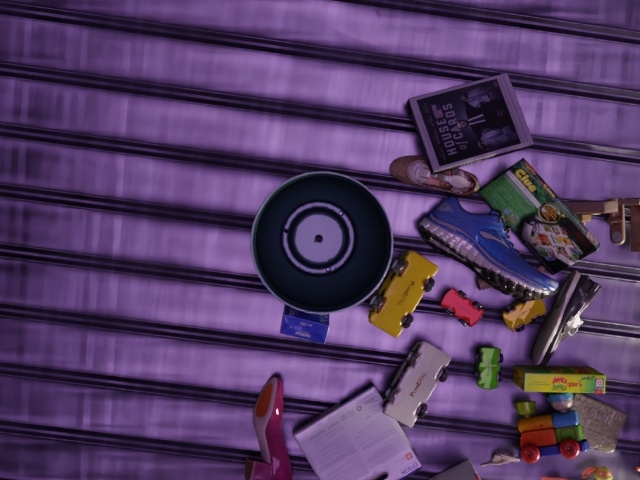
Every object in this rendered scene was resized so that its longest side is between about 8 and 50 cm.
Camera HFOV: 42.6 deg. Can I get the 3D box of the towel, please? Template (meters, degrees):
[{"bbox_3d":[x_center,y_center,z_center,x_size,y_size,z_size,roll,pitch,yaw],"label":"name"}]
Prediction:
[{"bbox_3d":[0.626,0.421,1.901,0.148,0.027,0.110,20,92,-1],"label":"towel"}]

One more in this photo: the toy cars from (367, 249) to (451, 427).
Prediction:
[{"bbox_3d":[0.192,0.216,1.846,0.176,0.087,0.394,-11,98,-12],"label":"toy cars"}]

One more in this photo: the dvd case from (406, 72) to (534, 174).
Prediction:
[{"bbox_3d":[0.330,-0.259,1.815,0.238,0.029,0.179,-16,79,-8],"label":"dvd case"}]

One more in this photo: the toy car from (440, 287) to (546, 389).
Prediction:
[{"bbox_3d":[0.383,0.224,1.868,0.238,0.053,0.225,4,94,-2],"label":"toy car"}]

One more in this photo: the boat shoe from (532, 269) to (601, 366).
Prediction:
[{"bbox_3d":[0.555,0.186,1.856,0.079,0.084,0.233,28,89,-3],"label":"boat shoe"}]

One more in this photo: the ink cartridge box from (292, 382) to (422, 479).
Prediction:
[{"bbox_3d":[0.085,0.475,1.876,0.223,0.045,0.224,-30,94,0],"label":"ink cartridge box"}]

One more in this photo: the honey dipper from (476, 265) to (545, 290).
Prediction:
[{"bbox_3d":[0.436,0.082,1.875,0.160,0.030,0.031,-14,94,-5],"label":"honey dipper"}]

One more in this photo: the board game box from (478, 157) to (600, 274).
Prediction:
[{"bbox_3d":[0.485,-0.051,1.826,0.260,0.136,0.030,48,47,-4],"label":"board game box"}]

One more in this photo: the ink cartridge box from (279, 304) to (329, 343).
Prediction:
[{"bbox_3d":[-0.031,0.155,1.770,0.097,0.207,0.046,14,105,-2],"label":"ink cartridge box"}]

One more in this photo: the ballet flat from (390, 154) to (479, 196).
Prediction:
[{"bbox_3d":[0.260,-0.147,1.833,0.206,0.067,0.073,10,94,-2],"label":"ballet flat"}]

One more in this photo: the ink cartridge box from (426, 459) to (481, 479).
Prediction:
[{"bbox_3d":[0.359,0.661,1.815,0.117,0.207,0.283,-27,94,1],"label":"ink cartridge box"}]

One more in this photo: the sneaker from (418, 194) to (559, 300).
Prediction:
[{"bbox_3d":[0.386,0.010,1.803,0.330,0.130,0.147,35,80,9],"label":"sneaker"}]

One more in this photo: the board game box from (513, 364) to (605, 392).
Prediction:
[{"bbox_3d":[0.539,0.313,1.858,0.181,0.092,0.043,1,92,-2],"label":"board game box"}]

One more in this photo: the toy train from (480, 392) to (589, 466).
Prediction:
[{"bbox_3d":[0.471,0.430,1.870,0.248,0.105,0.144,-14,78,22],"label":"toy train"}]

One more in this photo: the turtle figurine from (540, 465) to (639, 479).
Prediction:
[{"bbox_3d":[0.634,0.606,1.883,0.269,0.087,0.217,-1,100,-1],"label":"turtle figurine"}]

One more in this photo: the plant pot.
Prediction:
[{"bbox_3d":[0.000,0.000,1.768,0.293,0.196,0.293,0,93,-2],"label":"plant pot"}]

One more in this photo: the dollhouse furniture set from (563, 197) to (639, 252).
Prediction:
[{"bbox_3d":[0.635,-0.029,1.816,0.151,0.144,0.123,-6,95,-38],"label":"dollhouse furniture set"}]

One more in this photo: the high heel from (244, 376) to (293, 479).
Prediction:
[{"bbox_3d":[-0.092,0.436,1.865,0.117,0.082,0.244,15,79,-31],"label":"high heel"}]
